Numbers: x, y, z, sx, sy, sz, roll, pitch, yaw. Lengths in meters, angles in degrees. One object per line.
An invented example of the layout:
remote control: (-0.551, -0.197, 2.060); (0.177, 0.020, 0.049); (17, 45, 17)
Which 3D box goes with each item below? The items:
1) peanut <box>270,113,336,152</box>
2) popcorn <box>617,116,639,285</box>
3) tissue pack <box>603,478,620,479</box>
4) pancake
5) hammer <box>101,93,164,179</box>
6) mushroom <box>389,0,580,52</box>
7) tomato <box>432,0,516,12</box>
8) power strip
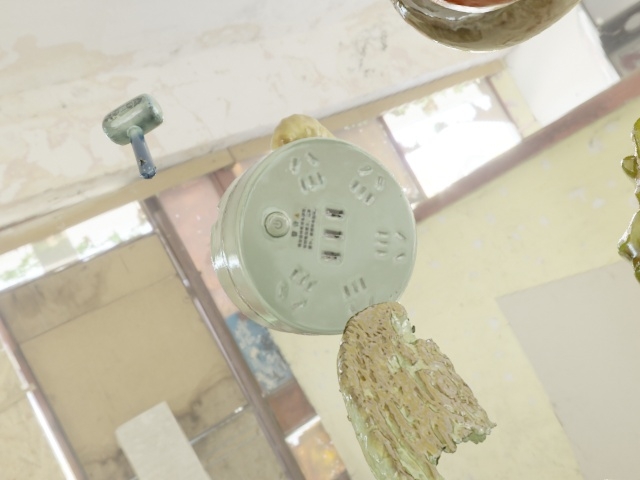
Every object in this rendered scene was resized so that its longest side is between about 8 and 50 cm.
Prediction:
peanut: (-0.005, -0.152, 1.337); (0.148, 0.147, 0.319); (-29, -26, 8)
popcorn: (0.350, -0.025, 0.479); (0.255, 0.256, 0.195); (-27, 1, -40)
tissue pack: (0.572, 0.673, 1.110); (0.264, 0.416, 0.253); (-19, -11, -22)
pancake: (0.100, 0.172, 0.691); (0.054, 0.197, 0.376); (-61, 5, 23)
hammer: (-0.330, -0.182, 1.158); (0.116, 0.194, 0.069); (-29, -36, 3)
mushroom: (0.204, -0.435, 0.833); (0.295, 0.362, 0.362); (-25, -5, -43)
tomato: (0.153, -0.323, 0.515); (0.260, 0.180, 0.260); (-55, 20, 33)
power strip: (0.000, 0.000, 1.104); (0.357, 0.357, 0.161); (-27, 5, -26)
